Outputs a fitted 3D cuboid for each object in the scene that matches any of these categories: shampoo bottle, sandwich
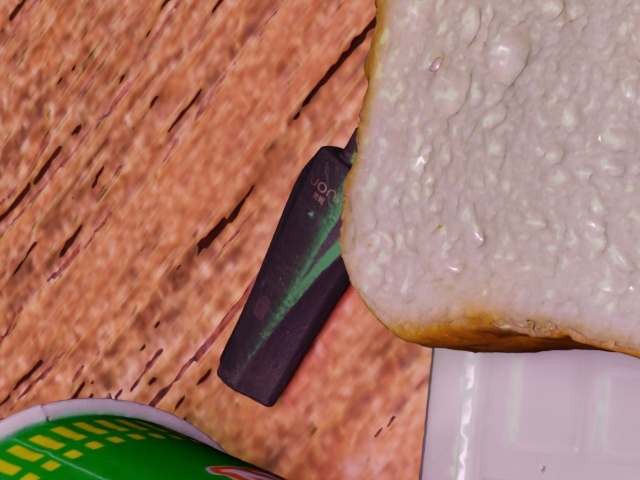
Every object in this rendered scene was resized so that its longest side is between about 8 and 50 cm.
[{"bbox_3d":[0.000,0.000,0.746,0.048,0.027,0.137,40,109,38],"label":"shampoo bottle"},{"bbox_3d":[0.104,-0.048,0.566,0.215,0.065,0.186,10,89,47],"label":"sandwich"}]

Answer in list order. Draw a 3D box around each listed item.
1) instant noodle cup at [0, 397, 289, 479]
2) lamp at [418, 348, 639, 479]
[{"bbox_3d":[-0.014,0.168,0.596,0.233,0.207,0.207,8,87,46],"label":"instant noodle cup"},{"bbox_3d":[0.146,-0.003,0.596,0.266,0.047,0.269,-1,81,46],"label":"lamp"}]
